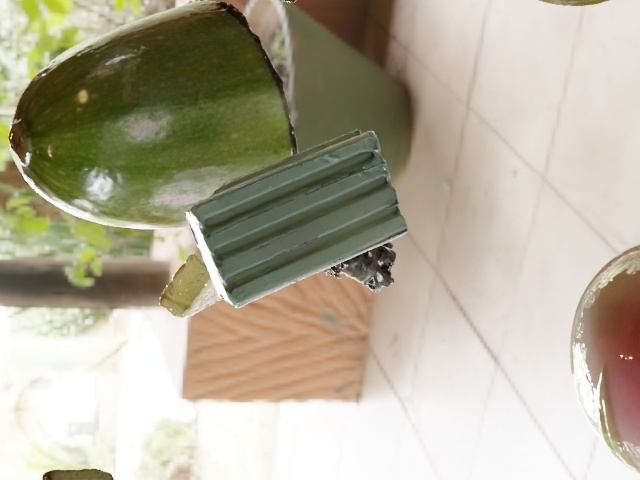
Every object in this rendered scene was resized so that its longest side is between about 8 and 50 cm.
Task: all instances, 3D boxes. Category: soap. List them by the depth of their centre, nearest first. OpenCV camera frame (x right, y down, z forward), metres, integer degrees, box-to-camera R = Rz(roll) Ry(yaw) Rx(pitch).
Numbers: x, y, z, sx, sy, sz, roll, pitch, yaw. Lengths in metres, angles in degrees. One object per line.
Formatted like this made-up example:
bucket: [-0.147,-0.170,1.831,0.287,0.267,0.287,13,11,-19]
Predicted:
soap: [-0.024,-0.023,1.094,0.063,0.198,0.114,-156,45,-72]

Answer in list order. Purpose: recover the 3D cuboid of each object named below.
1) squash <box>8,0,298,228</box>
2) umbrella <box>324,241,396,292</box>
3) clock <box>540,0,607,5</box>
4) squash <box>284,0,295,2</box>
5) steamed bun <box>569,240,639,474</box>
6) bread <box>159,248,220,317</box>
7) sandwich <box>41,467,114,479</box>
squash: [-0.232,-0.121,1.391,0.310,0.309,0.310,45,148,38]
umbrella: [0.001,0.000,1.663,0.122,0.272,0.110,-33,51,37]
clock: [0.205,-0.313,0.919,0.057,0.237,0.237,138,132,-71]
squash: [-0.091,-0.390,1.372,0.224,0.094,0.094,61,162,2]
steamed bun: [0.423,0.133,1.212,0.309,0.309,0.309,-178,90,-75]
bread: [-0.184,0.053,1.898,0.068,0.188,0.125,44,121,11]
sandwich: [-0.338,0.366,1.564,0.036,0.105,0.093,-61,42,38]
